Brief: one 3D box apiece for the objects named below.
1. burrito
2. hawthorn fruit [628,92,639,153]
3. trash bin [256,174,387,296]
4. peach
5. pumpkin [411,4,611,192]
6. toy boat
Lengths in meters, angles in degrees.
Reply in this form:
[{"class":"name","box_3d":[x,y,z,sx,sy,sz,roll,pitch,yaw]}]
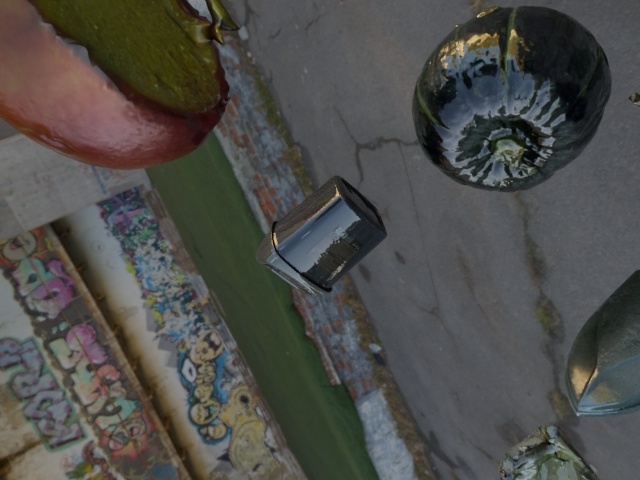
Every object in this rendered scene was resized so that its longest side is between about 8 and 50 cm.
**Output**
[{"class":"burrito","box_3d":[0.228,0.239,0.339,0.229,0.063,0.058,50,143,-1]},{"class":"hawthorn fruit","box_3d":[0.513,-0.135,0.552,0.253,0.205,0.205,55,161,41]},{"class":"trash bin","box_3d":[0.000,0.000,1.097,0.209,0.290,0.182,39,-159,-27]},{"class":"peach","box_3d":[-0.343,-0.290,0.648,0.310,0.335,0.406,-14,143,36]},{"class":"pumpkin","box_3d":[0.322,-0.238,0.777,0.323,0.241,0.323,13,145,9]},{"class":"toy boat","box_3d":[0.471,0.154,0.656,0.141,0.319,0.092,26,141,53]}]
